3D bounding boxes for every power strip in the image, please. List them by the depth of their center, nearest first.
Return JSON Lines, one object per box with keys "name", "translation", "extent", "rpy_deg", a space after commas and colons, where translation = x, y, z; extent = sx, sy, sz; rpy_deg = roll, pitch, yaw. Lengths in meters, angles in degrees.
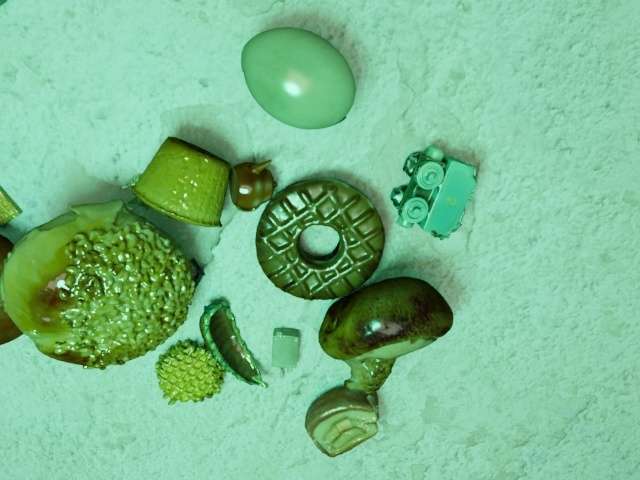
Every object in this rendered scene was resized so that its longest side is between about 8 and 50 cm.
{"name": "power strip", "translation": [-0.102, 0.324, 1.276], "extent": [0.075, 0.042, 0.175], "rpy_deg": [5, 113, -3]}

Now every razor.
{"name": "razor", "translation": [-0.352, 0.141, 1.204], "extent": [0.066, 0.033, 0.190], "rpy_deg": [44, 115, 30]}

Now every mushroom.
{"name": "mushroom", "translation": [0.168, 0.236, 1.114], "extent": [0.345, 0.345, 0.260], "rpy_deg": [-12, 76, 4]}

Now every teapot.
{"name": "teapot", "translation": [-0.155, -0.127, 1.066], "extent": [0.116, 0.116, 0.173], "rpy_deg": [16, 137, -7]}

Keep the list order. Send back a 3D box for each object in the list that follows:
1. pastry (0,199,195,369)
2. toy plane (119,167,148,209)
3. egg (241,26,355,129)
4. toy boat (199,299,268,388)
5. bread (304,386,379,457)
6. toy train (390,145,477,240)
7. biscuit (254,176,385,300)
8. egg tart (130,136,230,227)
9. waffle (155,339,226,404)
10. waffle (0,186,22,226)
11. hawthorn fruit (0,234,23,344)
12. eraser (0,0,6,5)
{"name": "pastry", "translation": [-0.476, 0.111, 1.014], "extent": [0.409, 0.245, 0.410], "rpy_deg": [-22, 129, -29]}
{"name": "toy plane", "translation": [-0.426, -0.128, 1.088], "extent": [0.102, 0.040, 0.111], "rpy_deg": [15, 114, -28]}
{"name": "egg", "translation": [-0.045, -0.333, 0.932], "extent": [0.253, 0.186, 0.187], "rpy_deg": [29, 109, -12]}
{"name": "toy boat", "translation": [-0.245, 0.296, 1.231], "extent": [0.099, 0.108, 0.293], "rpy_deg": [-12, 114, 32]}
{"name": "bread", "translation": [0.071, 0.519, 1.317], "extent": [0.244, 0.123, 0.190], "rpy_deg": [-38, 106, 12]}
{"name": "toy train", "translation": [0.268, -0.114, 1.073], "extent": [0.162, 0.112, 0.203], "rpy_deg": [14, 112, -13]}
{"name": "biscuit", "translation": [0.000, 0.000, 1.115], "extent": [0.331, 0.103, 0.332], "rpy_deg": [0, 112, 0]}
{"name": "egg tart", "translation": [-0.299, -0.125, 1.012], "extent": [0.215, 0.215, 0.171], "rpy_deg": [25, 99, -11]}
{"name": "waffle", "translation": [-0.367, 0.374, 1.279], "extent": [0.197, 0.070, 0.193], "rpy_deg": [-18, 111, 3]}
{"name": "waffle", "translation": [-0.811, -0.099, 1.101], "extent": [0.092, 0.021, 0.135], "rpy_deg": [-30, 110, 11]}
{"name": "hawthorn fruit", "translation": [-0.804, 0.118, 1.042], "extent": [0.294, 0.311, 0.295], "rpy_deg": [1, 93, 19]}
{"name": "eraser", "translation": [-0.819, -0.434, 0.917], "extent": [0.352, 0.111, 0.077], "rpy_deg": [-29, 108, 10]}
